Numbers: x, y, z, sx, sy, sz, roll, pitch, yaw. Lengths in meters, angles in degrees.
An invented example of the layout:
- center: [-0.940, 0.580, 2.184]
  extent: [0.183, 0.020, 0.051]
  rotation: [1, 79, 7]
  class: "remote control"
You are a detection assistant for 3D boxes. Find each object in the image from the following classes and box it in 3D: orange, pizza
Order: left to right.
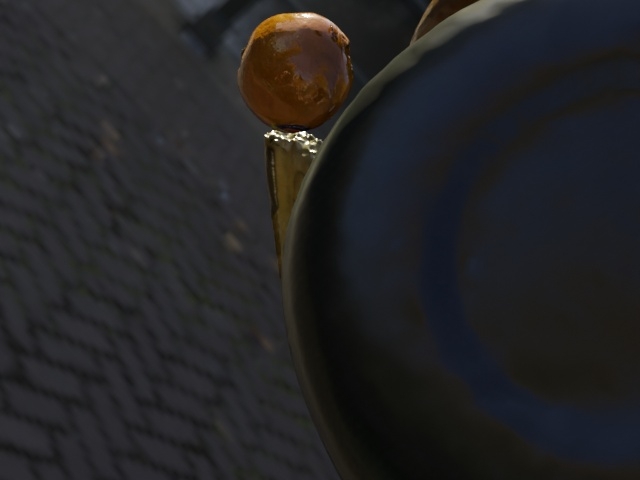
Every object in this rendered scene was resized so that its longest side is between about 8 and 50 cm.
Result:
- center: [-0.017, -0.114, 1.278]
  extent: [0.083, 0.083, 0.083]
  rotation: [44, 18, -18]
  class: "orange"
- center: [0.006, 0.004, 1.434]
  extent: [0.080, 0.188, 0.204]
  rotation: [-17, 86, -33]
  class: "pizza"

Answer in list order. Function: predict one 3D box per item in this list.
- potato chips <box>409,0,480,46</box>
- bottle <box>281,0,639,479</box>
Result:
- center: [0.147, -0.158, 1.598]
  extent: [0.049, 0.201, 0.150]
  rotation: [-24, 89, -56]
  class: "potato chips"
- center: [0.080, 0.048, 0.447]
  extent: [0.271, 0.156, 0.143]
  rotation: [65, -1, -65]
  class: "bottle"
